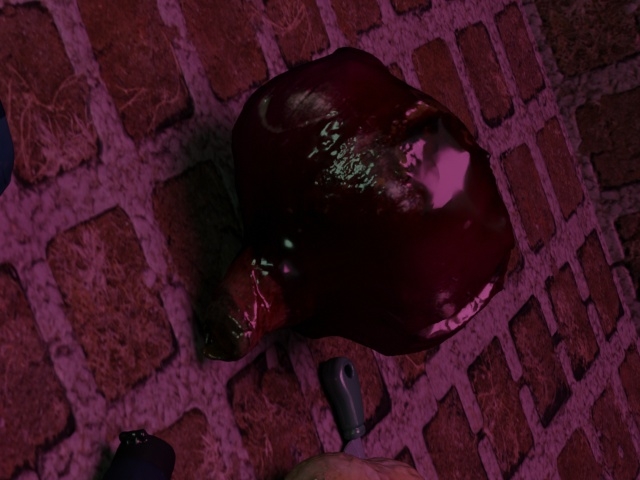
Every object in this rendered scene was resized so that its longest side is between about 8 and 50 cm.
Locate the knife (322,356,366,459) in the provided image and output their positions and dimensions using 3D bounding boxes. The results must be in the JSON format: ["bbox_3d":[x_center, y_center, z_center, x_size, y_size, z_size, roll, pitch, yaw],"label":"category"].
[{"bbox_3d":[0.048,0.283,2.332,0.063,0.035,0.260,-12,89,-61],"label":"knife"}]

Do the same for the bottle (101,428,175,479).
[{"bbox_3d":[-0.201,0.297,1.755,0.244,0.072,0.082,-75,145,-49],"label":"bottle"}]

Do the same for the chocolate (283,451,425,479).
[{"bbox_3d":[0.042,0.328,2.180,0.309,0.134,0.134,13,63,-64],"label":"chocolate"}]

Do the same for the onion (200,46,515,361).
[{"bbox_3d":[0.000,0.000,2.149,0.398,0.420,0.398,47,-16,18],"label":"onion"}]

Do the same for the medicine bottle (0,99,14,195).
[{"bbox_3d":[-0.363,-0.049,1.628,0.258,0.079,0.124,-68,146,-52],"label":"medicine bottle"}]
